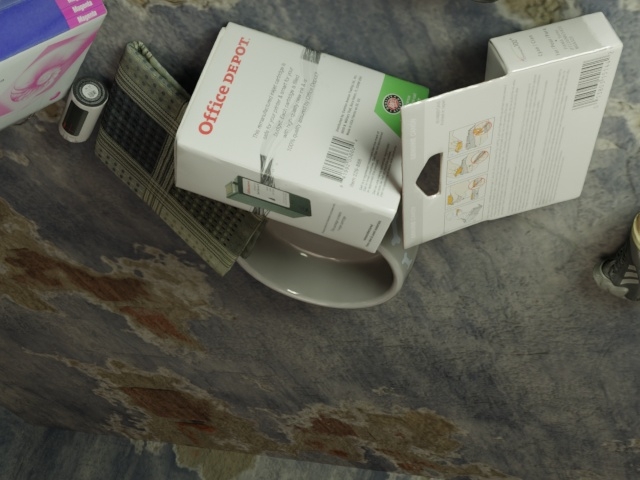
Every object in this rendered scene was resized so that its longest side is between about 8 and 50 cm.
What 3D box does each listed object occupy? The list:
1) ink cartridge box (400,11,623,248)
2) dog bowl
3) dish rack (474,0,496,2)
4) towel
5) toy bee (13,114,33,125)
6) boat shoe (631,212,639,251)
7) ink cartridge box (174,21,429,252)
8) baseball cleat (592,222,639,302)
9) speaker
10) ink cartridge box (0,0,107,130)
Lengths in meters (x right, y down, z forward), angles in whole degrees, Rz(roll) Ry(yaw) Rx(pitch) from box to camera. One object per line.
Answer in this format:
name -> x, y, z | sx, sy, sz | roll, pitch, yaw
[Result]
ink cartridge box -> 0.215, -0.125, 1.088 | 0.261, 0.066, 0.296 | -16, 147, -4
dog bowl -> 0.000, 0.000, 1.493 | 0.349, 0.102, 0.349 | 12, 150, 7
dish rack -> 0.111, -0.369, 0.843 | 0.208, 0.074, 0.271 | 14, 150, 3
towel -> -0.207, -0.116, 1.361 | 0.324, 0.056, 0.312 | 45, 146, 3
toy bee -> -0.568, -0.255, 1.303 | 0.162, 0.195, 0.298 | 41, 162, 9
boat shoe -> 0.582, -0.033, 1.131 | 0.341, 0.121, 0.110 | -2, 142, 12
ink cartridge box -> -0.026, -0.138, 1.166 | 0.289, 0.211, 0.121 | 19, 152, -1
baseball cleat -> 0.468, 0.039, 1.346 | 0.109, 0.072, 0.206 | 7, 146, 31
speaker -> -0.375, -0.205, 1.382 | 0.055, 0.055, 0.136 | 26, 153, -16
ink cartridge box -> -0.436, -0.219, 1.139 | 0.071, 0.324, 0.330 | 52, 145, -2
